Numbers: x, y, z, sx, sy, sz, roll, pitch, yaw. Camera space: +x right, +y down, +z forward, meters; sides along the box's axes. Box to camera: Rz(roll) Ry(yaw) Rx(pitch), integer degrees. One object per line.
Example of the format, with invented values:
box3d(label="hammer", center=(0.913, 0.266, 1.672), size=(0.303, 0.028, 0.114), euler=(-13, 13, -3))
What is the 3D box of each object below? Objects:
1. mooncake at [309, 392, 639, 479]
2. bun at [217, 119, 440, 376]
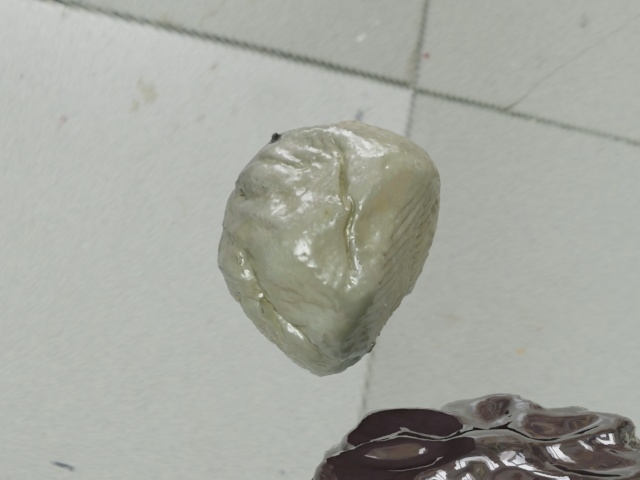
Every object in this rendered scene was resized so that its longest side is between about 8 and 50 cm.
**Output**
box3d(label="mooncake", center=(0.162, 0.284, 1.515), size=(0.381, 0.350, 0.212), euler=(-11, 106, -20))
box3d(label="bun", center=(0.001, -0.010, 1.677), size=(0.205, 0.281, 0.281), euler=(20, 77, 12))
